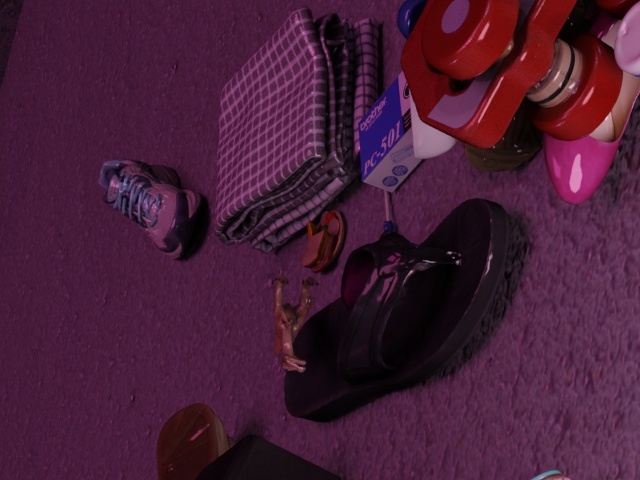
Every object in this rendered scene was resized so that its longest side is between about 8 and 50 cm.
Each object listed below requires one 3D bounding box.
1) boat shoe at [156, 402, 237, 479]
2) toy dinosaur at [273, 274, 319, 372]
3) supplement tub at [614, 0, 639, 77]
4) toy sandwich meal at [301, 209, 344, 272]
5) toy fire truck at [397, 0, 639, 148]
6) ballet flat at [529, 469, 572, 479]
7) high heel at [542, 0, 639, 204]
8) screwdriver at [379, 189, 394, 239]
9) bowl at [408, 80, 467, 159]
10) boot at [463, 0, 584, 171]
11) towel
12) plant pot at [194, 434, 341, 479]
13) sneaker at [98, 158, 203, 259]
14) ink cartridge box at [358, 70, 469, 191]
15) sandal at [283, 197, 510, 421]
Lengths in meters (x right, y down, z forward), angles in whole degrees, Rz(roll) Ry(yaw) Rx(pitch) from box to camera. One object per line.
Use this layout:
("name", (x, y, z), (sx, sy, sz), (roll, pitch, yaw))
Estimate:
("boat shoe", (-0.133, 0.360, 2.092), (0.122, 0.110, 0.341), (-22, 44, 23))
("toy dinosaur", (-0.040, 0.086, 1.998), (0.183, 0.053, 0.092), (-98, 24, -67))
("supplement tub", (0.319, -0.165, 1.504), (0.071, 0.107, 0.071), (-42, 39, 48))
("toy sandwich meal", (0.000, 0.000, 2.141), (0.085, 0.029, 0.085), (-43, 38, 46))
("toy fire truck", (0.177, -0.239, 1.604), (0.302, 0.169, 0.254), (-62, 29, 4))
("ballet flat", (0.174, 0.286, 1.564), (0.221, 0.077, 0.079), (-50, 51, 48))
("high heel", (0.283, -0.153, 1.612), (0.117, 0.082, 0.244), (-19, 47, 65))
("screwdriver", (0.079, -0.033, 2.013), (0.025, 0.024, 0.170), (91, 178, -51))
("bowl", (0.127, -0.166, 1.826), (0.142, 0.053, 0.142), (-69, -24, -67))
("boot", (0.202, -0.235, 1.827), (0.269, 0.089, 0.236), (-99, 28, -55))
("towel", (-0.040, -0.143, 2.211), (0.284, 0.121, 0.235), (-39, 41, 49))
("plant pot", (-0.073, 0.332, 1.917), (0.188, 0.187, 0.167), (-42, 25, 47))
("sneaker", (-0.271, -0.053, 2.620), (0.110, 0.122, 0.283), (-68, 26, 8))
("ink cartridge box", (0.117, -0.157, 1.984), (0.207, 0.046, 0.097), (-48, 33, 41))
("sandal", (0.054, 0.088, 1.880), (0.446, 0.107, 0.167), (-41, 39, 50))
